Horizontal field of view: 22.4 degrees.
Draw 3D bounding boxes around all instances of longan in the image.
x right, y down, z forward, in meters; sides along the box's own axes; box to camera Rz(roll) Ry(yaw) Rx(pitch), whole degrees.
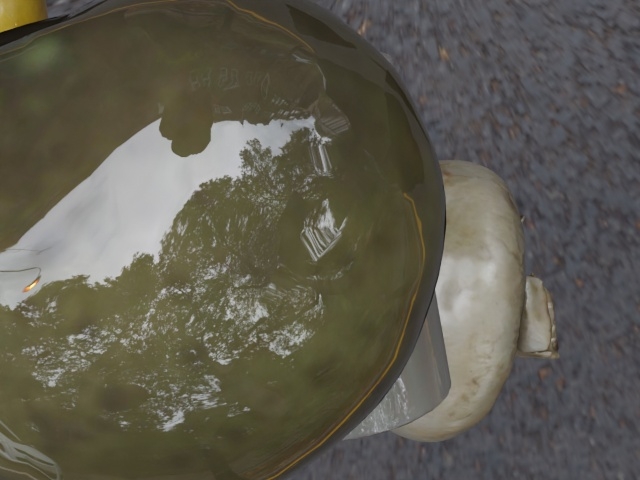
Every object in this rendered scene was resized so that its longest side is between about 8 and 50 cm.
[{"bbox_3d":[-0.067,0.000,0.649,0.246,0.215,0.246,-18,142,-15],"label":"longan"}]

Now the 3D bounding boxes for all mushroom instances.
[{"bbox_3d":[0.105,0.048,1.275,0.178,0.226,0.226,4,104,-13],"label":"mushroom"}]

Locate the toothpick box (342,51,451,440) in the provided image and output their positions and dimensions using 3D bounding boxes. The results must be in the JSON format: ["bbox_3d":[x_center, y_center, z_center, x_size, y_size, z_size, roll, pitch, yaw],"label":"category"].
[{"bbox_3d":[0.000,0.000,0.827,0.111,0.111,0.180,-11,105,4],"label":"toothpick box"}]

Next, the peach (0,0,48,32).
[{"bbox_3d":[-0.274,-0.159,1.252,0.103,0.179,0.179,4,105,-28],"label":"peach"}]
